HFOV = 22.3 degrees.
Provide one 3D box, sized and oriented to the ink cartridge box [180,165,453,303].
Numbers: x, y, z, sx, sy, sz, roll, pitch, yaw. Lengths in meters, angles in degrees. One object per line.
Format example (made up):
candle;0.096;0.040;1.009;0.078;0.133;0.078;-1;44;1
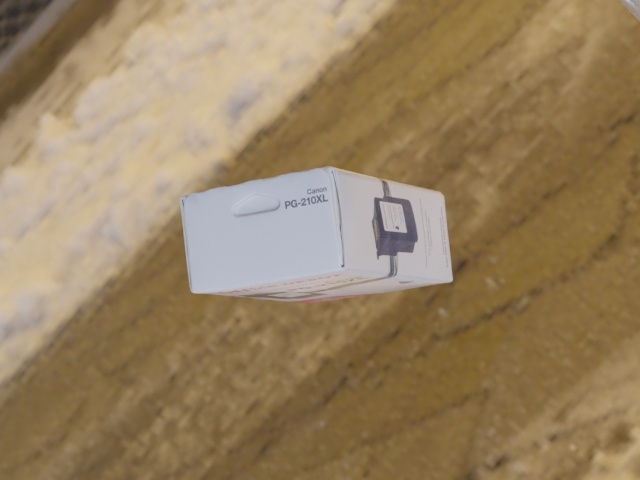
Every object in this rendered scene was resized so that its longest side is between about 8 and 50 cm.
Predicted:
ink cartridge box;0.000;0.000;1.583;0.172;0.237;0.100;-10;81;28

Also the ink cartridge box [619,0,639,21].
ink cartridge box;0.464;-0.414;1.765;0.384;0.279;0.160;-51;39;6
